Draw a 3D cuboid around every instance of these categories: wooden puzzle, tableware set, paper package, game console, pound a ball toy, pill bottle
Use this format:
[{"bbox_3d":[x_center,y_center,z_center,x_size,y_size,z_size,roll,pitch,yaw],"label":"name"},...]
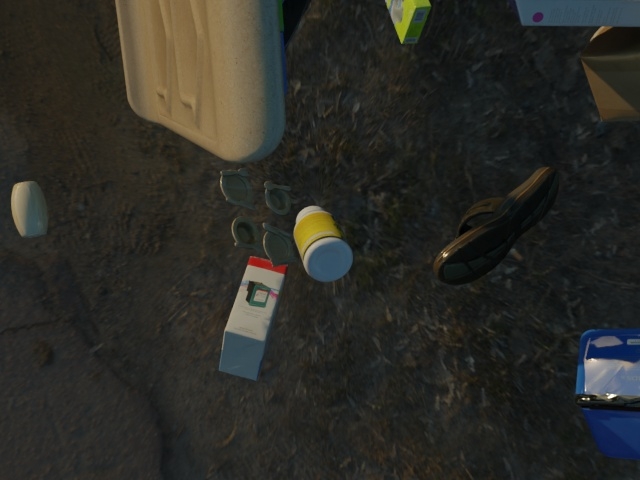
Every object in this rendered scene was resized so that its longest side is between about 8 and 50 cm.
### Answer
[{"bbox_3d":[-0.102,-0.245,0.636,0.081,0.348,0.322,-11,107,-24],"label":"wooden puzzle"},{"bbox_3d":[-0.097,-0.038,1.238,0.020,0.141,0.168,-27,62,39],"label":"tableware set"},{"bbox_3d":[0.742,-0.385,1.529,0.309,0.325,0.168,-46,121,-25],"label":"paper package"},{"bbox_3d":[0.719,0.331,1.645,0.173,0.293,0.250,33,61,-41],"label":"game console"},{"bbox_3d":[-0.506,0.040,1.131,0.208,0.319,0.135,-10,76,-23],"label":"pound a ball toy"},{"bbox_3d":[0.000,0.000,1.617,0.103,0.184,0.103,-6,121,-10],"label":"pill bottle"}]

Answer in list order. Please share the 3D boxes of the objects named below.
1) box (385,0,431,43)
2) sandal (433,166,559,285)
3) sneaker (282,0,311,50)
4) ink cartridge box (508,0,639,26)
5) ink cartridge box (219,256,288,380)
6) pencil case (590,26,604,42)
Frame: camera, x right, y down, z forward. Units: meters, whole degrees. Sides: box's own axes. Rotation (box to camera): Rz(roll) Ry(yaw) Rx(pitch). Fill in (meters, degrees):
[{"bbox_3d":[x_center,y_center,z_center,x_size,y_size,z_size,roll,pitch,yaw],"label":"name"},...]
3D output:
[{"bbox_3d":[0.183,-0.531,1.672,0.042,0.109,0.178,-8,62,-16],"label":"box"},{"bbox_3d":[0.213,-0.025,0.958,0.219,0.090,0.060,-42,53,-18],"label":"sandal"},{"bbox_3d":[-0.126,-0.353,1.431,0.125,0.139,0.340,27,135,0],"label":"sneaker"},{"bbox_3d":[0.468,-0.474,1.470,0.371,0.175,0.069,1,131,-6],"label":"ink cartridge box"},{"bbox_3d":[-0.120,0.129,1.457,0.078,0.231,0.134,15,136,0],"label":"ink cartridge box"},{"bbox_3d":[0.788,-0.571,1.765,0.160,0.410,0.183,35,49,11],"label":"pencil case"}]
